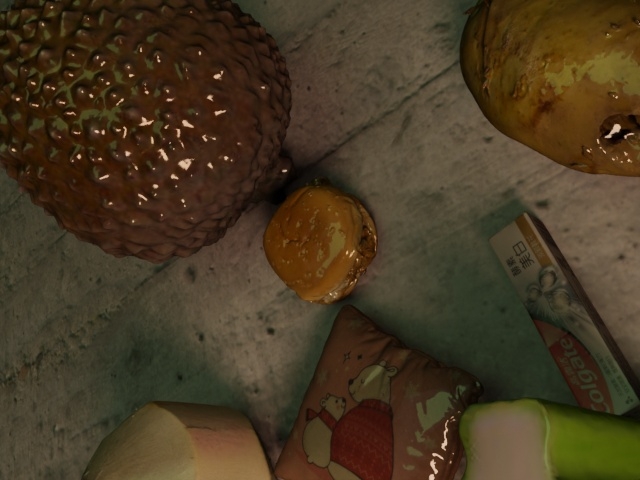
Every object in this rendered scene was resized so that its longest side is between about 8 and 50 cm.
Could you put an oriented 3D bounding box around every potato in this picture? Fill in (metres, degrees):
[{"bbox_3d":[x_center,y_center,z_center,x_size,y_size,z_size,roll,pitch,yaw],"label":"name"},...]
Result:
[{"bbox_3d":[0.242,-0.161,0.704,0.173,0.140,0.300,-53,44,11],"label":"potato"}]

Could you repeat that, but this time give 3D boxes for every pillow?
[{"bbox_3d":[0.057,0.207,0.798,0.236,0.084,0.223,27,97,48],"label":"pillow"}]

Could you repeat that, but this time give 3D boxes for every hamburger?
[{"bbox_3d":[0.000,0.000,0.919,0.138,0.083,0.147,-51,52,13],"label":"hamburger"}]

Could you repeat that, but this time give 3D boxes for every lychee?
[{"bbox_3d":[-0.229,-0.159,0.976,0.380,0.432,0.380,-58,17,30],"label":"lychee"}]

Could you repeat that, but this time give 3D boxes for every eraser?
[{"bbox_3d":[0.215,0.230,0.520,0.092,0.274,0.210,-22,61,46],"label":"eraser"}]

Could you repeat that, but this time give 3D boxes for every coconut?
[{"bbox_3d":[-0.176,0.300,0.889,0.241,0.241,0.241,-15,67,39],"label":"coconut"}]

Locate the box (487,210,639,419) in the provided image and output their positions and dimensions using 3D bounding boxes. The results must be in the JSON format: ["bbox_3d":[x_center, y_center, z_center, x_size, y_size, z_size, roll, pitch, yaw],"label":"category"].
[{"bbox_3d":[0.233,0.073,0.707,0.055,0.039,0.218,-39,54,26],"label":"box"}]
